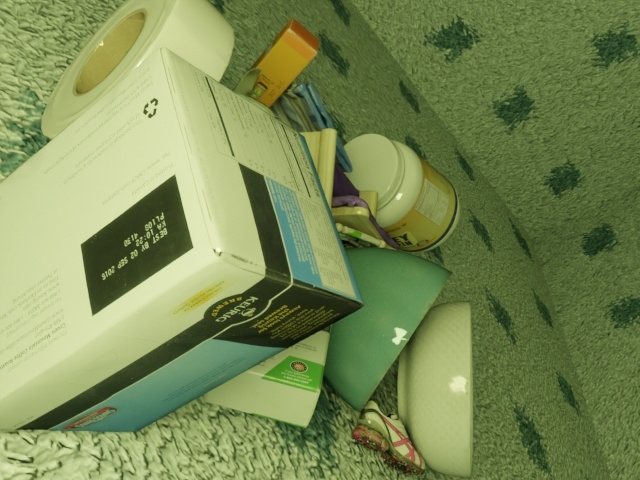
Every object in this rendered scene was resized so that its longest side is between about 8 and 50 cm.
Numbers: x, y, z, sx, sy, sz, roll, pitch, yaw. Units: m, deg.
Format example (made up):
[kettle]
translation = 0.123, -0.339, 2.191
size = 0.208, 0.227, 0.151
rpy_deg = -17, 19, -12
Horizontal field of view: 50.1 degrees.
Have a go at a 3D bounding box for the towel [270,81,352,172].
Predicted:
[towel]
translation = -0.033, -0.236, 1.464
size = 0.209, 0.034, 0.285
rpy_deg = 62, -14, -16

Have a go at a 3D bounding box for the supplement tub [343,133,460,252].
[supplement tub]
translation = 0.185, -0.114, 1.706
size = 0.316, 0.228, 0.228
rpy_deg = 27, 39, -49

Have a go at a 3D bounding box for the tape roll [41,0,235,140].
[tape roll]
translation = -0.252, -0.226, 0.938
size = 0.100, 0.286, 0.286
rpy_deg = 39, 31, -36

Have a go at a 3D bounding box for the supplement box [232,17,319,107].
[supplement box]
translation = -0.105, -0.334, 1.394
size = 0.078, 0.233, 0.080
rpy_deg = 36, 29, -21

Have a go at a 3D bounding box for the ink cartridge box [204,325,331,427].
[ink cartridge box]
translation = -0.066, 0.149, 0.996
size = 0.153, 0.086, 0.208
rpy_deg = 15, 37, 0

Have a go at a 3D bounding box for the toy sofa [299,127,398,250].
[toy sofa]
translation = 0.041, -0.074, 1.293
size = 0.362, 0.177, 0.150
rpy_deg = 40, 52, -68

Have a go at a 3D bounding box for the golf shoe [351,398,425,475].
[golf shoe]
translation = 0.136, 0.357, 1.229
size = 0.186, 0.068, 0.085
rpy_deg = 45, 55, -30

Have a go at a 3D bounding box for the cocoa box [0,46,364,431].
[cocoa box]
translation = -0.176, 0.028, 0.702
size = 0.228, 0.347, 0.231
rpy_deg = 23, 41, -53

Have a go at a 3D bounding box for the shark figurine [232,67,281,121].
[shark figurine]
translation = -0.133, -0.232, 1.359
size = 0.278, 0.166, 0.116
rpy_deg = 37, -3, -33

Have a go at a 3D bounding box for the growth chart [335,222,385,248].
[growth chart]
translation = 0.000, 0.000, 1.255
size = 0.172, 0.237, 0.021
rpy_deg = 17, 73, -45

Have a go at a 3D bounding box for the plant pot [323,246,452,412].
[plant pot]
translation = 0.069, 0.123, 1.203
size = 0.195, 0.290, 0.290
rpy_deg = 34, 22, 10

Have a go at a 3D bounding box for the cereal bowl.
[cereal bowl]
translation = 0.230, 0.288, 1.356
size = 0.339, 0.141, 0.338
rpy_deg = -1, 90, -78
